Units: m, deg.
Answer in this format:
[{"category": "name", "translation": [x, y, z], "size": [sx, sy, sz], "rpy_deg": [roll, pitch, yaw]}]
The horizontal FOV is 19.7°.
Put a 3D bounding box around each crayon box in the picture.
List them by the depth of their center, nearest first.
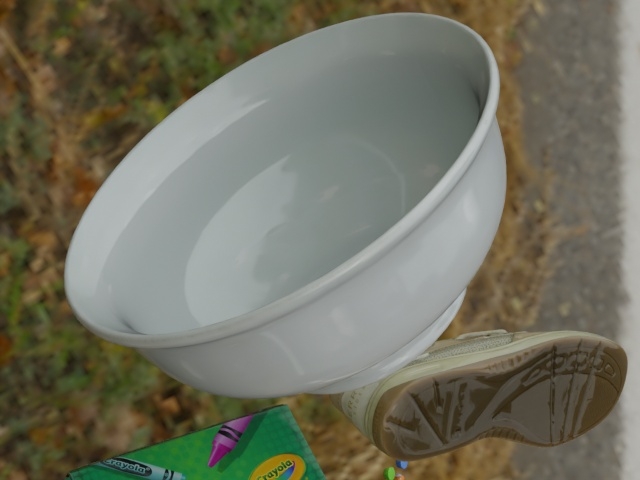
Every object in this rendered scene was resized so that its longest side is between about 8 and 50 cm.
[{"category": "crayon box", "translation": [-0.104, 0.242, 1.322], "size": [0.165, 0.278, 0.081], "rpy_deg": [-15, 57, -24]}]

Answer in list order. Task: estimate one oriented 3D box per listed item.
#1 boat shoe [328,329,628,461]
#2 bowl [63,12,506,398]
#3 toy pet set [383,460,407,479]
[{"category": "boat shoe", "translation": [0.145, 0.125, 1.634], "size": [0.302, 0.098, 0.109], "rpy_deg": [-7, 113, -36]}, {"category": "bowl", "translation": [0.000, 0.000, 1.149], "size": [0.134, 0.298, 0.298], "rpy_deg": [57, 29, -31]}, {"category": "toy pet set", "translation": [0.052, 0.315, 2.059], "size": [0.122, 0.065, 0.114], "rpy_deg": [-32, 113, -54]}]
